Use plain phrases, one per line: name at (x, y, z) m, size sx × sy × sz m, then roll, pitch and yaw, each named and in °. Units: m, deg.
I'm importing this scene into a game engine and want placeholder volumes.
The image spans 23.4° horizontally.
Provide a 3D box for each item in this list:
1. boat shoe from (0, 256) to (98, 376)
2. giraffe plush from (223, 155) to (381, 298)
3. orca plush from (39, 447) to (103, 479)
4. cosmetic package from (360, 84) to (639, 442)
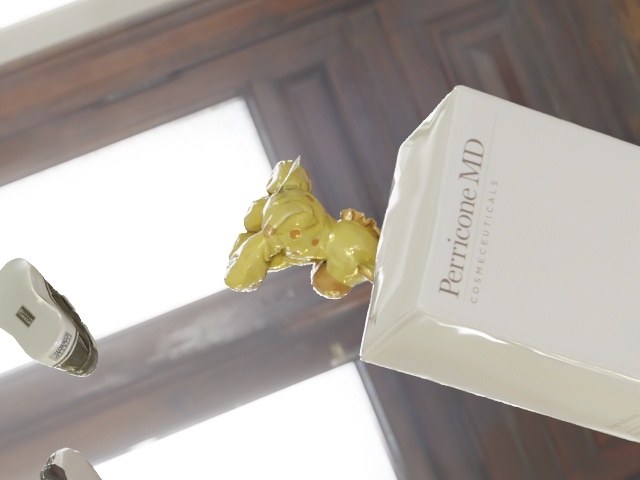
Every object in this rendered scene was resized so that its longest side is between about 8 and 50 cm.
boat shoe at (-0.311, 0.091, 1.727) m, size 0.070 × 0.078 × 0.219 m, roll 38°, pitch -177°, yaw -37°
giraffe plush at (0.000, 0.000, 1.920) m, size 0.210 × 0.170 × 0.181 m, roll -46°, pitch 19°, yaw 53°
orca plush at (-0.292, 0.375, 1.913) m, size 0.287 × 0.102 × 0.151 m, roll 43°, pitch -172°, yaw 38°
cosmetic package at (0.287, 0.049, 1.438) m, size 0.161 × 0.453 × 0.230 m, roll 132°, pitch 152°, yaw -64°
